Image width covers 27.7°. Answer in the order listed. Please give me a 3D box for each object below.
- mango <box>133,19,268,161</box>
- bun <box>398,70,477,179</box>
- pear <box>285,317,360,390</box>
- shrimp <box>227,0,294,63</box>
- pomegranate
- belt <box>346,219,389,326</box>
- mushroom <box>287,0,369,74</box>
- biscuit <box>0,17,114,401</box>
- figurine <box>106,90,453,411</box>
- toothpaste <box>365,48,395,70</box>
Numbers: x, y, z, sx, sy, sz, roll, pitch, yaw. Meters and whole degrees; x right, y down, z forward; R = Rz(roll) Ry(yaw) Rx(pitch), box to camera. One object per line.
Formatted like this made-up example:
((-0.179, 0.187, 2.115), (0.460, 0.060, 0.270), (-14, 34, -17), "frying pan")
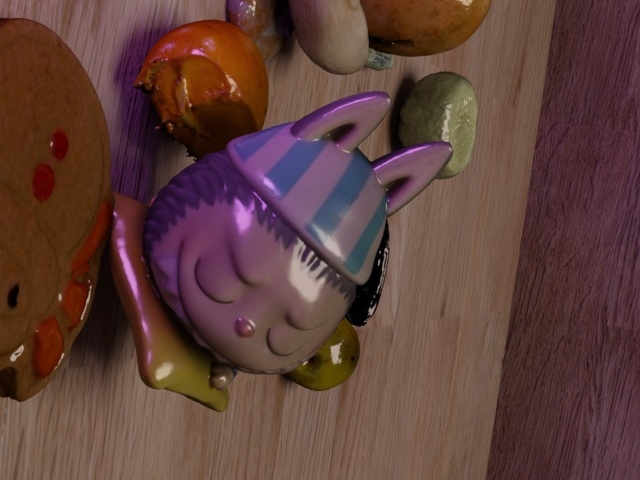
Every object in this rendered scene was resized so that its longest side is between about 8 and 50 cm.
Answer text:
((-0.120, -0.173, 1.490), (0.252, 0.126, 0.154), (-1, 80, -78), "mango")
((0.206, -0.207, 2.327), (0.195, 0.118, 0.195), (-23, 116, -60), "bun")
((0.008, 0.164, 1.990), (0.141, 0.104, 0.141), (7, 90, -73), "pear")
((-0.039, -0.366, 1.717), (0.164, 0.062, 0.317), (71, 38, -58), "shrimp")
((0.127, -0.389, 1.886), (0.260, 0.260, 0.260), (9, 90, -69), "pomegranate")
((0.049, 0.034, 2.072), (0.151, 0.078, 0.198), (12, 89, -65), "belt")
((0.009, -0.324, 1.662), (0.351, 0.095, 0.123), (74, 23, -60), "mushroom")
((-0.299, -0.008, 1.189), (0.359, 0.074, 0.381), (61, 39, -55), "biscuit")
((-0.009, 0.008, 1.441), (0.266, 0.377, 0.361), (69, 13, 6), "figurine")
((0.064, -0.304, 2.033), (0.255, 0.037, 0.067), (7, 97, -66), "toothpaste")
